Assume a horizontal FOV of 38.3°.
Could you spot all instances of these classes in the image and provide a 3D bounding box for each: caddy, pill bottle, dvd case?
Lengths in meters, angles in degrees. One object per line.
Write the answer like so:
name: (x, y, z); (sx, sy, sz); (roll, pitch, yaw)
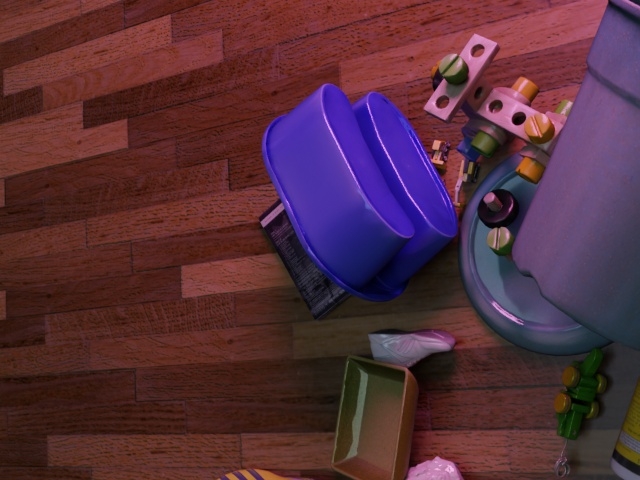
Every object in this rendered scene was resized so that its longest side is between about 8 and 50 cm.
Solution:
caddy: (0.049, -0.073, 1.405); (0.179, 0.241, 0.341); (-39, 65, 34)
pill bottle: (0.462, 0.218, 1.189); (0.119, 0.119, 0.208); (20, 97, 33)
dvd case: (0.000, 0.000, 1.568); (0.164, 0.018, 0.221); (-41, 66, 24)

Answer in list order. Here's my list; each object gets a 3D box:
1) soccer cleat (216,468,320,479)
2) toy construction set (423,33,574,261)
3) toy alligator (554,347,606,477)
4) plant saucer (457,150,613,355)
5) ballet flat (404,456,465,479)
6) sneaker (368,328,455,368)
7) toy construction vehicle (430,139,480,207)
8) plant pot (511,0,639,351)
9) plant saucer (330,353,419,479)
soccer cleat: (-0.097, 0.432, 1.526); (0.289, 0.121, 0.093); (-7, 82, 32)
toy construction set: (0.289, -0.183, 1.234); (0.309, 0.237, 0.257); (-33, 49, 15)
toy alligator: (0.354, 0.237, 1.301); (0.051, 0.056, 0.189); (-144, 69, -74)
plant saucer: (0.337, 0.008, 1.337); (0.318, 0.044, 0.317); (-4, 83, 33)
ballet flat: (0.070, 0.496, 1.403); (0.409, 0.147, 0.147); (-46, 63, 22)
sneaker: (0.145, 0.170, 1.443); (0.152, 0.054, 0.061); (-5, 92, 38)
toy construction vehicle: (0.199, -0.105, 1.440); (0.086, 0.035, 0.098); (18, 95, 33)
plant pot: (0.406, -0.069, 1.067); (0.341, 0.341, 0.334); (39, 118, 29)
plant saucer: (0.091, 0.281, 1.427); (0.188, 0.045, 0.188); (1, 82, 63)
